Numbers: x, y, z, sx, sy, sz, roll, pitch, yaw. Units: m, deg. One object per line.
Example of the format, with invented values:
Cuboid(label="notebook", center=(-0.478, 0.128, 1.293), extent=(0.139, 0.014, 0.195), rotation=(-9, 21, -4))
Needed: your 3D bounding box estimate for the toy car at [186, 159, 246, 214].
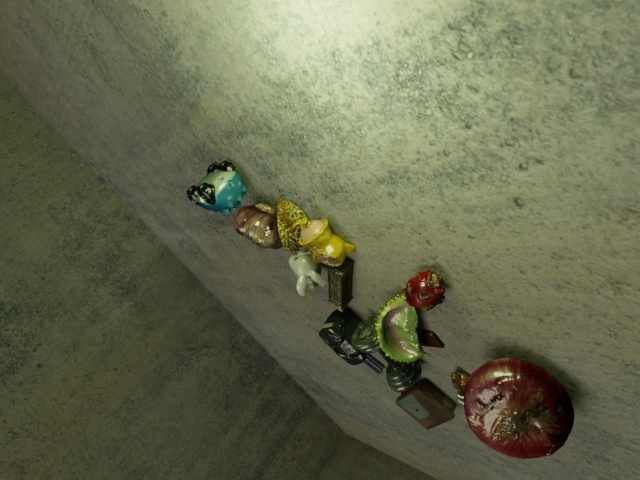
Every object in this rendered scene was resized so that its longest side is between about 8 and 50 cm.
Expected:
Cuboid(label="toy car", center=(-0.409, -0.199, 1.881), extent=(0.255, 0.188, 0.190), rotation=(0, 139, 50))

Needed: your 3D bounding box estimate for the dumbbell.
Cuboid(label="dumbbell", center=(0.295, 0.509, 2.035), extent=(0.406, 0.179, 0.179), rotation=(51, 152, -17))

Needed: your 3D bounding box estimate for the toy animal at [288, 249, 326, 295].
Cuboid(label="toy animal", center=(-0.055, 0.130, 1.910), extent=(0.193, 0.128, 0.178), rotation=(153, 101, -87))

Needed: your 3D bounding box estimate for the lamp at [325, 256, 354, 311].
Cuboid(label="lamp", center=(0.081, 0.181, 1.917), extent=(0.090, 0.089, 0.325), rotation=(29, 151, 22))

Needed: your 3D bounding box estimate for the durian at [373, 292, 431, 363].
Cuboid(label="durian", center=(0.311, 0.353, 1.788), extent=(0.170, 0.157, 0.355), rotation=(8, 132, 41))

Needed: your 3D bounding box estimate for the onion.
Cuboid(label="onion", center=(0.664, 0.549, 1.557), extent=(0.348, 0.285, 0.347), rotation=(5, 103, 20))

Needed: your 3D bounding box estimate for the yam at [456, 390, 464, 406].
Cuboid(label="yam", center=(0.654, 0.703, 1.973), extent=(0.147, 0.069, 0.069), rotation=(19, 146, 35))

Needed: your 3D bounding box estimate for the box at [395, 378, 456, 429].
Cuboid(label="box", center=(0.514, 0.795, 2.227), extent=(0.215, 0.086, 0.215), rotation=(39, 137, 2))

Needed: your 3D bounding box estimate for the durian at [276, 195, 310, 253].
Cuboid(label="durian", center=(-0.104, -0.058, 1.819), extent=(0.252, 0.144, 0.139), rotation=(58, -173, -43))

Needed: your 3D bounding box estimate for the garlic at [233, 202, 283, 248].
Cuboid(label="garlic", center=(-0.235, -0.065, 1.885), extent=(0.245, 0.160, 0.245), rotation=(36, -177, -3))

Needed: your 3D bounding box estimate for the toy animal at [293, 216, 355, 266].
Cuboid(label="toy animal", center=(0.004, -0.001, 1.701), extent=(0.230, 0.156, 0.156), rotation=(42, 155, -25))

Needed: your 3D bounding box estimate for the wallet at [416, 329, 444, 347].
Cuboid(label="wallet", center=(0.418, 0.405, 1.881), extent=(0.095, 0.026, 0.176), rotation=(52, 151, -16))

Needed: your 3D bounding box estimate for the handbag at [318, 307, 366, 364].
Cuboid(label="handbag", center=(0.121, 0.457, 2.158), extent=(0.254, 0.181, 0.181), rotation=(44, 141, -5))

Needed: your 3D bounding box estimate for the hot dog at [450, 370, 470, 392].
Cuboid(label="hot dog", center=(0.586, 0.587, 1.899), extent=(0.090, 0.060, 0.140), rotation=(10, 137, 39))

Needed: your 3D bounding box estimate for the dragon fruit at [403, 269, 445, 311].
Cuboid(label="dragon fruit", center=(0.337, 0.175, 1.551), extent=(0.125, 0.125, 0.246), rotation=(37, 163, -5))

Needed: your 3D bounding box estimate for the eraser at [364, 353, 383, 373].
Cuboid(label="eraser", center=(0.239, 0.623, 2.439), extent=(0.225, 0.036, 0.082), rotation=(38, 153, 7))
